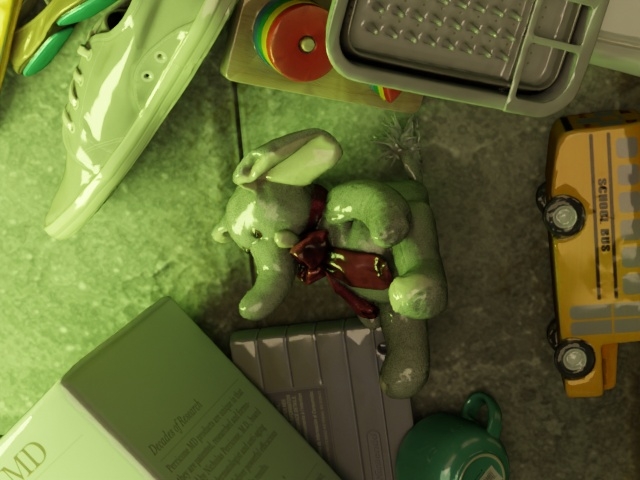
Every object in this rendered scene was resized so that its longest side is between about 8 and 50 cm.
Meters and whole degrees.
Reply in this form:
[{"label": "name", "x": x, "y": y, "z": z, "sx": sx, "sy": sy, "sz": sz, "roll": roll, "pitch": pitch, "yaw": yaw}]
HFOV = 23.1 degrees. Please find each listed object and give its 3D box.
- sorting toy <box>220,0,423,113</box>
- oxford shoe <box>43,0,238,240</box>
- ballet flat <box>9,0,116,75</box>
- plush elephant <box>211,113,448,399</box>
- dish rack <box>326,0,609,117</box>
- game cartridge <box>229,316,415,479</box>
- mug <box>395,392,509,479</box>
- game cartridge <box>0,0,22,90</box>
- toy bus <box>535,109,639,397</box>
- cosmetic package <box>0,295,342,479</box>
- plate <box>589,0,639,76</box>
[{"label": "sorting toy", "x": 0.045, "y": -0.278, "z": 1.791, "sx": 0.257, "sy": 0.089, "sz": 0.255, "roll": 8, "pitch": 108, "yaw": -26}, {"label": "oxford shoe", "x": -0.231, "y": -0.177, "z": 1.818, "sx": 0.130, "sy": 0.169, "sz": 0.449, "roll": 30, "pitch": 127, "yaw": -9}, {"label": "ballet flat", "x": -0.309, "y": -0.276, "z": 1.845, "sx": 0.232, "sy": 0.080, "sz": 0.073, "roll": -33, "pitch": 87, "yaw": 39}, {"label": "plush elephant", "x": 0.000, "y": 0.000, "z": 1.833, "sx": 0.255, "sy": 0.272, "sz": 0.330, "roll": -2, "pitch": 67, "yaw": -4}, {"label": "dish rack", "x": 0.168, "y": -0.299, "z": 1.741, "sx": 0.333, "sy": 0.072, "sz": 0.286, "roll": 8, "pitch": 109, "yaw": -26}, {"label": "game cartridge", "x": 0.013, "y": 0.275, "z": 2.016, "sx": 0.230, "sy": 0.068, "sz": 0.355, "roll": -5, "pitch": 105, "yaw": 10}, {"label": "mug", "x": 0.173, "y": 0.276, "z": 1.955, "sx": 0.129, "sy": 0.097, "sz": 0.158, "roll": -4, "pitch": 101, "yaw": -33}, {"label": "game cartridge", "x": -0.523, "y": -0.276, "z": 1.859, "sx": 0.323, "sy": 0.053, "sz": 0.285, "roll": 23, "pitch": 129, "yaw": -1}, {"label": "toy bus", "x": 0.335, "y": 0.017, "z": 1.895, "sx": 0.130, "sy": 0.108, "sz": 0.333, "roll": -6, "pitch": 104, "yaw": 4}, {"label": "cosmetic package", "x": -0.208, "y": 0.347, "z": 1.873, "sx": 0.394, "sy": 0.327, "sz": 0.329, "roll": 46, "pitch": 112, "yaw": -1}, {"label": "plate", "x": 0.338, "y": -0.338, "z": 1.831, "sx": 0.278, "sy": 0.045, "sz": 0.277, "roll": 13, "pitch": 106, "yaw": 1}]
